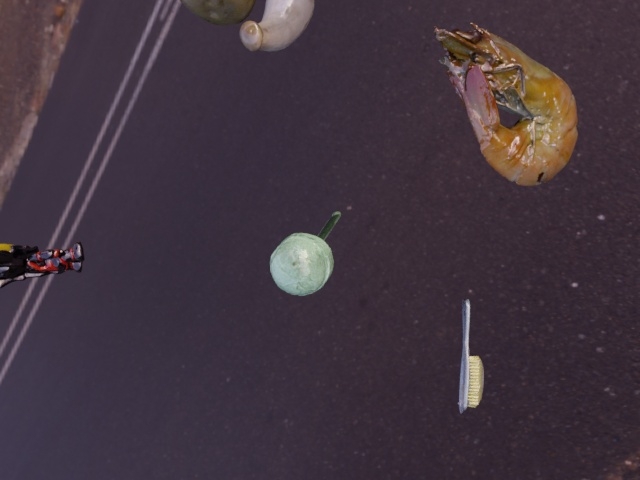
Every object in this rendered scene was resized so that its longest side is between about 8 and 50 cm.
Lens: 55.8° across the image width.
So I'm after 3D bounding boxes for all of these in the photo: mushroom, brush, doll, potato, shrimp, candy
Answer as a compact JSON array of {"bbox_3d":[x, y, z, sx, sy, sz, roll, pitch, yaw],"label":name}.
[{"bbox_3d":[-0.087,-0.487,1.328,0.103,0.118,0.270,-22,36,41],"label":"mushroom"},{"bbox_3d":[0.395,0.301,1.570,0.068,0.060,0.296,61,-149,-85],"label":"brush"},{"bbox_3d":[-0.604,0.046,1.205,0.127,0.249,0.088,102,148,-42],"label":"doll"},{"bbox_3d":[-0.204,-0.503,1.107,0.178,0.235,0.160,14,67,16],"label":"potato"},{"bbox_3d":[0.216,-0.161,0.709,0.061,0.267,0.145,21,80,54],"label":"shrimp"},{"bbox_3d":[0.000,0.000,1.280,0.119,0.440,0.119,4,107,12],"label":"candy"}]
